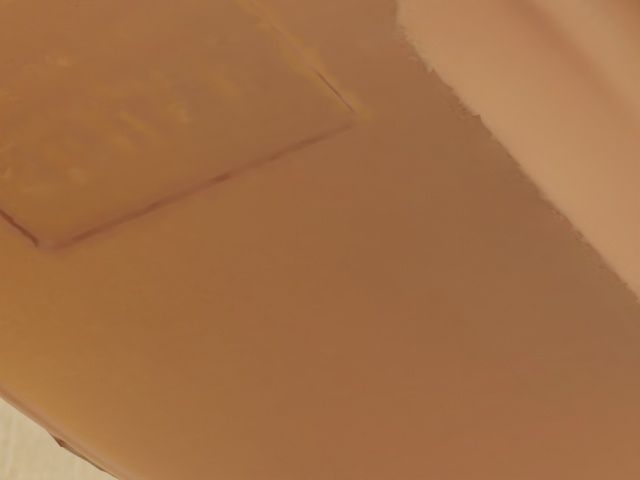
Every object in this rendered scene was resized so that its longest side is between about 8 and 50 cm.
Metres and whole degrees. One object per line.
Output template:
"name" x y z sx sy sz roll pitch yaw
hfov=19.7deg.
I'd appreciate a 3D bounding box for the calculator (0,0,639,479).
"calculator" 0.000 0.000 0.417 0.220 0.048 0.330 -21 134 34
